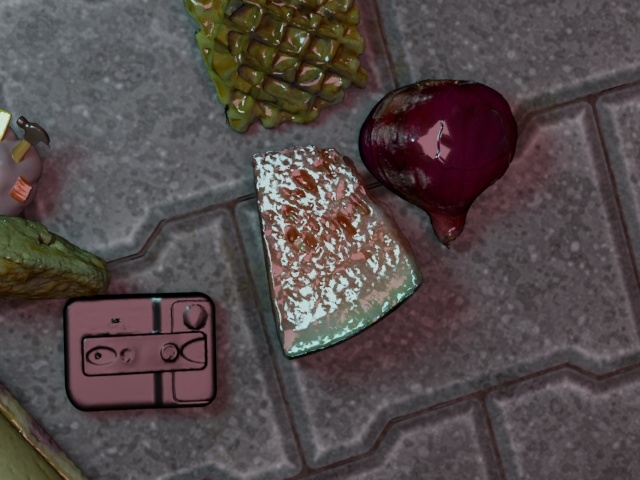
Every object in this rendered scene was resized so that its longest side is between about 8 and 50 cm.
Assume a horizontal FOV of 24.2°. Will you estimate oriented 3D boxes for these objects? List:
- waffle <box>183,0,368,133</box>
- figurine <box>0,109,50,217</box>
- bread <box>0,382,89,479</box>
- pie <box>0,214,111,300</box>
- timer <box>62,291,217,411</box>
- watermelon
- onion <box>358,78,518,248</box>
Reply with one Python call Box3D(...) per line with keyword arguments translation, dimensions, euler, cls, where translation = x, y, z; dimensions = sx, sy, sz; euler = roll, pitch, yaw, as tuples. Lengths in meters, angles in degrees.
Box3D(translation=(-0.044, -0.244, 1.834), dimensions=(0.204, 0.054, 0.223), euler=(-23, 114, -7), cls="waffle")
Box3D(translation=(-0.418, -0.073, 1.769), dimensions=(0.229, 0.112, 0.137), euler=(-17, 89, 4), cls="figurine")
Box3D(translation=(-0.412, 0.271, 1.750), dimensions=(0.155, 0.187, 0.338), euler=(-38, 101, 18), cls="bread")
Box3D(translation=(-0.373, 0.022, 1.733), dimensions=(0.248, 0.201, 0.090), euler=(14, 72, -46), cls="pie")
Box3D(translation=(-0.222, 0.138, 1.844), dimensions=(0.187, 0.055, 0.144), euler=(-2, 94, -11), cls="timer")
Box3D(translation=(0.000, 0.000, 1.854), dimensions=(0.193, 0.140, 0.257), euler=(-22, 88, -4), cls="watermelon")
Box3D(translation=(0.155, -0.093, 1.871), dimensions=(0.195, 0.140, 0.218), euler=(-8, 99, -17), cls="onion")
